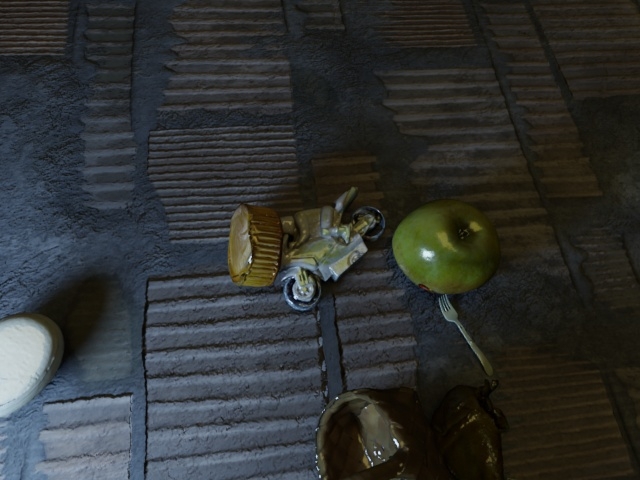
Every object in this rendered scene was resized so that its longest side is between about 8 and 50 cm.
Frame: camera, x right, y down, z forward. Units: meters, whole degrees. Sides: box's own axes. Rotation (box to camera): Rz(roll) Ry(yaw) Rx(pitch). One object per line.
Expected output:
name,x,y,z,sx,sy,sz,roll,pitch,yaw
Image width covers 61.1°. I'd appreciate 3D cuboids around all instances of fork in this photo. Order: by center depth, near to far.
fork,0.356,0.231,1.329,0.034,0.028,0.219,-22,71,-25

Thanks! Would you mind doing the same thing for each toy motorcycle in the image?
toy motorcycle,0.000,0.000,1.362,0.340,0.108,0.223,-42,80,-17

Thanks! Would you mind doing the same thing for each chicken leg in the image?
chicken leg,0.296,0.447,1.080,0.140,0.211,0.361,23,35,-11

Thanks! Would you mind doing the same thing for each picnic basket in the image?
picnic basket,0.064,0.453,0.997,0.337,0.293,0.337,22,45,-24

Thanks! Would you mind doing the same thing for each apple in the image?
apple,0.312,0.012,1.342,0.260,0.194,0.261,6,60,-11

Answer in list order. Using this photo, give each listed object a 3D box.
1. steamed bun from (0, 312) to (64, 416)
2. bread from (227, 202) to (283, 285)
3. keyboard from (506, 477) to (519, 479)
steamed bun,-0.646,0.259,1.136,0.177,0.131,0.228,34,62,0
bread,-0.153,0.013,1.298,0.104,0.199,0.199,6,60,-24
keyboard,0.483,0.557,1.169,0.165,0.017,0.055,11,62,0
